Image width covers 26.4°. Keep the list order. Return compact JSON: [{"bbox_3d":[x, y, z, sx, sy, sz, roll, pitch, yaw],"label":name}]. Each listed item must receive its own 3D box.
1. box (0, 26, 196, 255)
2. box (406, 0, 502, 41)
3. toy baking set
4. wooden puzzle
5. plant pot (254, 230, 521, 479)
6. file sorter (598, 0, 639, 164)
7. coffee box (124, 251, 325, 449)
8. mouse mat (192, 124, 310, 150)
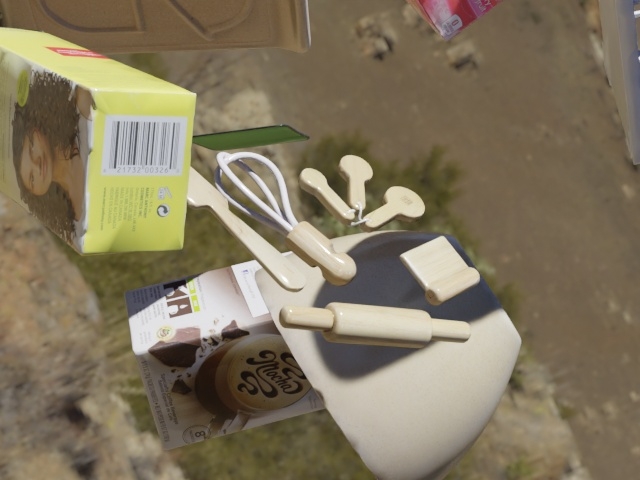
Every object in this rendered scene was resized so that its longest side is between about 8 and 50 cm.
[{"bbox_3d":[-0.144,-0.063,0.753,0.232,0.058,0.087,27,-65,57],"label":"box"},{"bbox_3d":[0.109,-0.398,1.537,0.300,0.154,0.142,51,6,-32],"label":"box"},{"bbox_3d":[0.003,0.005,1.059,0.256,0.030,0.196,3,44,-32],"label":"toy baking set"},{"bbox_3d":[-0.188,-0.328,1.419,0.322,0.348,0.080,85,9,-52],"label":"wooden puzzle"},{"bbox_3d":[0.089,0.099,1.385,0.284,0.191,0.284,56,2,-3],"label":"plant pot"},{"bbox_3d":[0.393,-0.262,1.471,0.192,0.173,0.277,-91,167,-50],"label":"file sorter"},{"bbox_3d":[-0.067,0.121,1.631,0.119,0.297,0.168,-110,-173,-51],"label":"coffee box"},{"bbox_3d":[-0.104,-0.148,1.973,0.190,0.153,0.007,15,69,-79],"label":"mouse mat"}]
